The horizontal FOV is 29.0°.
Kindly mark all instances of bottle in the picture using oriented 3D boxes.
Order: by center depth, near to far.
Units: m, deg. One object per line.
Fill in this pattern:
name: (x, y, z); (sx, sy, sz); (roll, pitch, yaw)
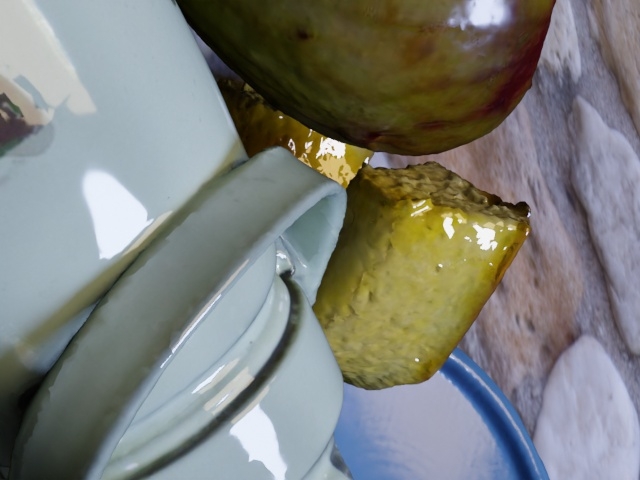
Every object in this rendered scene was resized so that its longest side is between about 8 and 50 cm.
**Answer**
bottle: (-0.108, 0.012, 0.546); (0.351, 0.229, 0.229); (60, 39, -23)

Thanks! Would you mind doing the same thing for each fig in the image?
fig: (-0.035, -0.163, 0.622); (0.321, 0.217, 0.216); (8, 69, -14)

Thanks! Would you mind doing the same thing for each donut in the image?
donut: (0.001, 0.006, 0.731); (0.101, 0.259, 0.152); (9, 106, -37)

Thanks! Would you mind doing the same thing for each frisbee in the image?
frisbee: (0.040, 0.180, 0.808); (0.290, 0.049, 0.289); (19, 53, -28)
